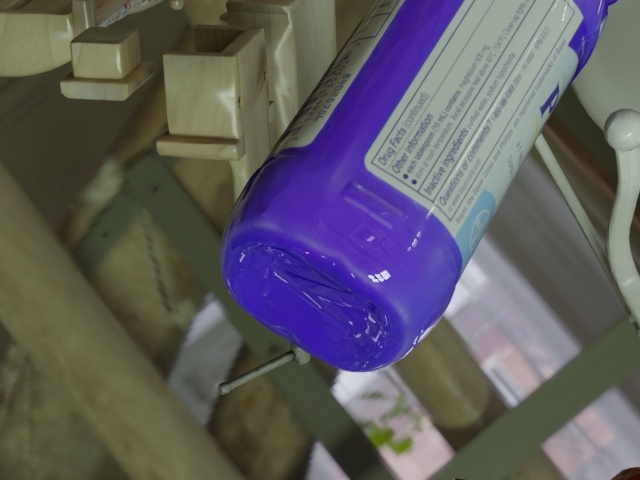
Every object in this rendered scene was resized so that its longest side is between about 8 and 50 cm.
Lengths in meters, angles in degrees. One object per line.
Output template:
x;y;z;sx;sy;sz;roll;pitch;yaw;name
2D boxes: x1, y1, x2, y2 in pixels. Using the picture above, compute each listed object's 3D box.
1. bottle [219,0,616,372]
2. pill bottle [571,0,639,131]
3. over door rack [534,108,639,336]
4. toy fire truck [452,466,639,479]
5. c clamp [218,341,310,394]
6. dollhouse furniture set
0.063;-0.081;0.647;0.283;0.092;0.118;-58;180;-25;bottle
0.376;-0.189;1.204;0.363;0.210;0.210;-16;155;-39;pill bottle
0.209;-0.102;0.865;0.239;0.324;0.108;-21;155;-28;over door rack
0.134;0.250;0.689;0.169;0.302;0.254;-38;167;-19;toy fire truck
0.000;0.000;0.872;0.137;0.022;0.161;-22;126;-36;c clamp
-0.175;-0.100;1.086;0.303;0.355;0.174;-57;148;-61;dollhouse furniture set
